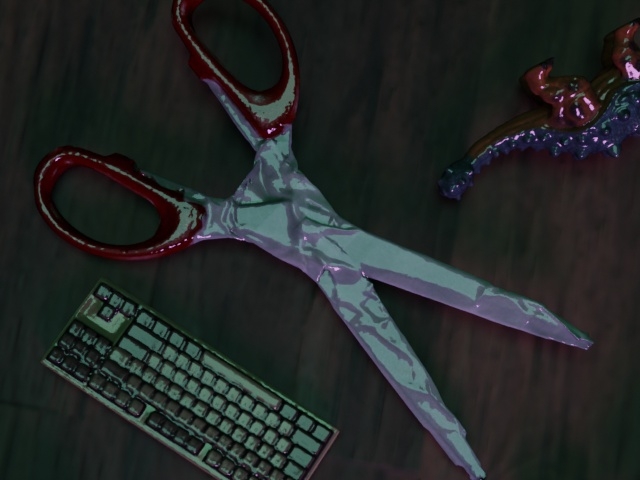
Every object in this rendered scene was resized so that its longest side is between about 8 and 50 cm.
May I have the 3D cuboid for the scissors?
[{"bbox_3d":[0.000,0.000,0.725,0.248,0.017,0.144,38,87,7],"label":"scissors"}]

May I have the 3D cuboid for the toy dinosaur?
[{"bbox_3d":[0.120,-0.062,0.737,0.154,0.049,0.055,-28,93,3],"label":"toy dinosaur"}]

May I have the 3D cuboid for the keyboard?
[{"bbox_3d":[-0.058,0.069,0.715,0.129,0.015,0.049,33,77,7],"label":"keyboard"}]
